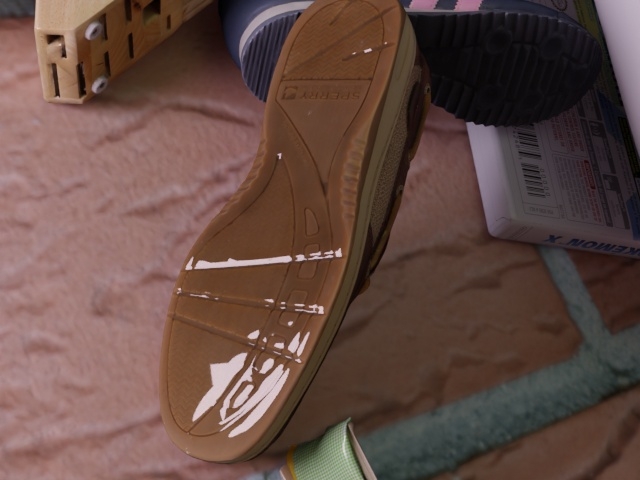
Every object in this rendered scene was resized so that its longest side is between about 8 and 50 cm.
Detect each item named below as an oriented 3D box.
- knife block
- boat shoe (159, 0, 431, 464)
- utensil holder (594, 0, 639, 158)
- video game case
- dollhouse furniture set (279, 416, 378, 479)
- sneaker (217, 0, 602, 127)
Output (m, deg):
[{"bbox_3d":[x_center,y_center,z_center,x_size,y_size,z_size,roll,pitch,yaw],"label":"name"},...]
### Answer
[{"bbox_3d":[-0.164,-0.260,1.095,0.242,0.088,0.275,40,65,17],"label":"knife block"},{"bbox_3d":[0.000,0.000,1.035,0.123,0.123,0.342,45,57,-52],"label":"boat shoe"},{"bbox_3d":[0.358,-0.245,1.186,0.327,0.327,0.386,-24,98,-41],"label":"utensil holder"},{"bbox_3d":[0.243,-0.136,1.354,0.299,0.036,0.329,8,59,-31],"label":"video game case"},{"bbox_3d":[0.011,0.197,0.970,0.058,0.076,0.152,-18,76,-41],"label":"dollhouse furniture set"},{"bbox_3d":[0.070,-0.169,1.189,0.319,0.112,0.131,4,36,-29],"label":"sneaker"}]
